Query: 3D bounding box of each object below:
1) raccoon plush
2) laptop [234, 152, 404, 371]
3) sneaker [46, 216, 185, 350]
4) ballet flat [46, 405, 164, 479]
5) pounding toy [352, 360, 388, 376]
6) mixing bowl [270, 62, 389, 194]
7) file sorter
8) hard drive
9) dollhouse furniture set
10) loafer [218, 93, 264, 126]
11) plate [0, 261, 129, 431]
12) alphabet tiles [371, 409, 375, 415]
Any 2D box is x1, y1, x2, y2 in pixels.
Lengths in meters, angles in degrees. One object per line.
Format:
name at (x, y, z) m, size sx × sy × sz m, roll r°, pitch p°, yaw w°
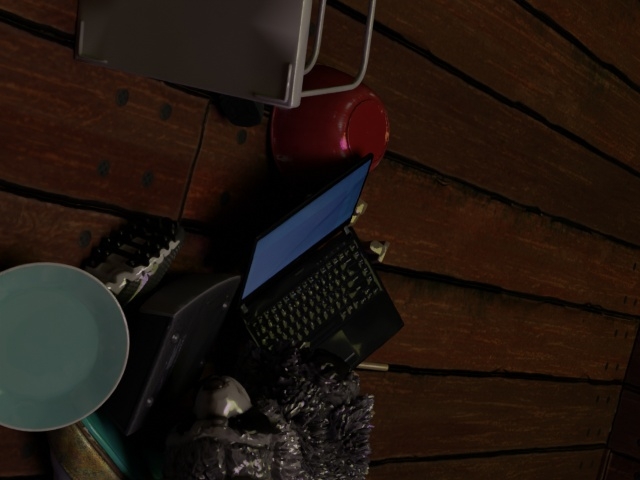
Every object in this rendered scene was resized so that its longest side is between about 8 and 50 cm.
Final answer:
raccoon plush at (-0.031, 0.330, 1.633) m, size 0.446 × 0.216 × 0.299 m, roll 56°, pitch 29°, yaw -18°
laptop at (0.018, 0.059, 1.784) m, size 0.234 × 0.136 × 0.264 m, roll -37°, pitch 105°, yaw -34°
sneaker at (-0.237, 0.070, 1.555) m, size 0.234 × 0.078 × 0.106 m, roll -48°, pitch 144°, yaw -31°
ballet flat at (-0.249, 0.282, 1.612) m, size 0.123 × 0.123 × 0.348 m, roll -64°, pitch 146°, yaw -16°
pounding toy at (-0.002, 0.188, 1.928) m, size 0.130 × 0.141 × 0.100 m, roll 41°, pitch 68°, yaw -58°
mixing bowl at (0.028, -0.147, 1.825) m, size 0.181 × 0.098 × 0.181 m, roll -11°, pitch 105°, yaw -46°
file sorter at (-0.092, -0.267, 1.430) m, size 0.173 × 0.277 × 0.193 m, roll -18°, pitch 119°, yaw -57°
hard drive at (-0.176, 0.122, 1.608) m, size 0.172 × 0.054 × 0.254 m, roll -67°, pitch 171°, yaw 13°
dollhouse furniture set at (0.000, 0.000, 1.955) m, size 0.151 × 0.123 × 0.144 m, roll 34°, pitch 71°, yaw -22°
loafer at (-0.109, -0.217, 1.653) m, size 0.170 × 0.062 × 0.061 m, roll 74°, pitch 21°, yaw -47°
plate at (-0.298, 0.111, 1.437) m, size 0.188 × 0.024 × 0.188 m, roll -4°, pitch 104°, yaw -16°
alphabet tiles at (-0.063, 0.288, 1.884) m, size 0.237 × 0.009 × 0.198 m, roll 17°, pitch 123°, yaw -44°
